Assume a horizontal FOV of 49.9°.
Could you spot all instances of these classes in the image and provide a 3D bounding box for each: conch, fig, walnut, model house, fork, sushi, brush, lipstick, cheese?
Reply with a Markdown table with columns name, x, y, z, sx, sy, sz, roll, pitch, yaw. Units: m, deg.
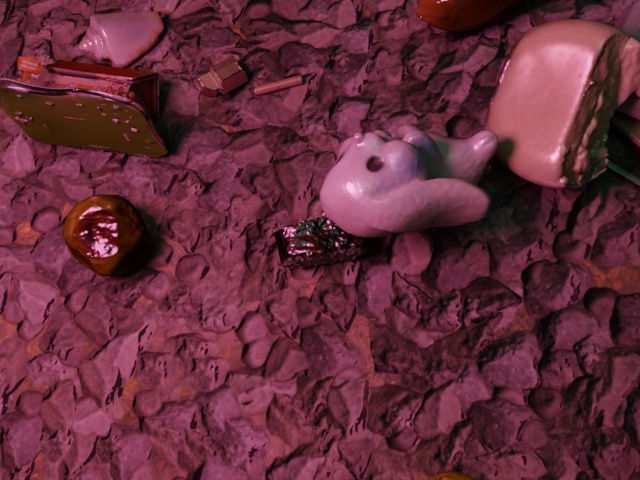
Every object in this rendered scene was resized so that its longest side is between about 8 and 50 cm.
| name | x | y | z | sx | sy | sz | roll | pitch | yaw |
| --- | --- | --- | --- | --- | --- | --- | --- | --- | --- |
| conch | -0.396 | -0.409 | 1.381 | 0.176 | 0.094 | 0.104 | -16 | 52 | -26 |
| fig | -0.379 | -0.010 | 1.205 | 0.165 | 0.154 | 0.144 | 5 | 85 | 42 |
| walnut | 0.292 | -0.463 | 1.265 | 0.245 | 0.137 | 0.137 | -21 | 69 | 9 |
| model house | -0.190 | -0.308 | 1.322 | 0.083 | 0.057 | 0.058 | -38 | 96 | -26 |
| fork | 0.490 | -0.129 | 1.178 | 0.235 | 0.021 | 0.039 | 39 | 84 | 17 |
| sushi | 0.000 | 0.000 | 1.162 | 0.150 | 0.090 | 0.078 | -12 | 72 | 1 |
| brush | 0.512 | -0.234 | 1.202 | 0.060 | 0.050 | 0.321 | -34 | 62 | -2 |
| model house | -0.418 | -0.274 | 1.258 | 0.293 | 0.207 | 0.154 | 9 | 69 | 10 |
| lipstick | -0.081 | -0.297 | 1.316 | 0.094 | 0.019 | 0.019 | -13 | 69 | 3 |
| cheese | 0.394 | -0.221 | 1.113 | 0.233 | 0.127 | 0.266 | 32 | 111 | 40 |

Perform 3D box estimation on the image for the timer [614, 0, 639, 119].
| name | x | y | z | sx | sy | sz | roll | pitch | yaw |
| --- | --- | --- | --- | --- | --- | --- | --- | --- | --- |
| timer | 0.603 | -0.304 | 1.164 | 0.236 | 0.087 | 0.262 | 26 | 62 | 16 |

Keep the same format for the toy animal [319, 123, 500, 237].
| name | x | y | z | sx | sy | sz | roll | pitch | yaw |
| --- | --- | --- | --- | --- | --- | --- | --- | --- | --- |
| toy animal | 0.127 | -0.093 | 1.100 | 0.289 | 0.249 | 0.174 | -7 | 103 | -18 |

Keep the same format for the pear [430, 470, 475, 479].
| name | x | y | z | sx | sy | sz | roll | pitch | yaw |
| --- | --- | --- | --- | --- | --- | --- | --- | --- | --- |
| pear | 0.194 | 0.376 | 1.000 | 0.092 | 0.097 | 0.092 | -18 | 38 | 14 |
